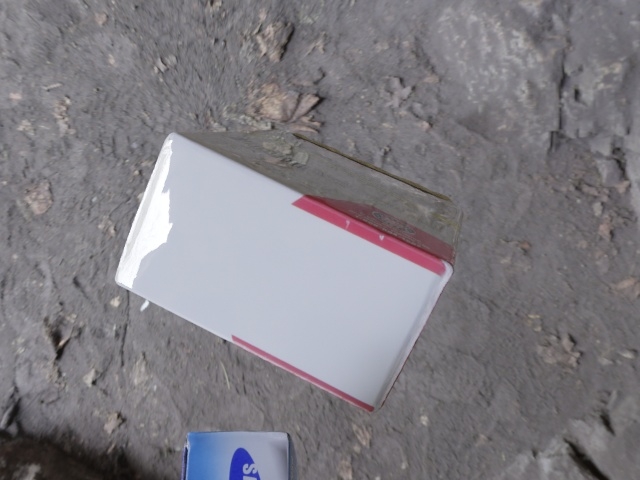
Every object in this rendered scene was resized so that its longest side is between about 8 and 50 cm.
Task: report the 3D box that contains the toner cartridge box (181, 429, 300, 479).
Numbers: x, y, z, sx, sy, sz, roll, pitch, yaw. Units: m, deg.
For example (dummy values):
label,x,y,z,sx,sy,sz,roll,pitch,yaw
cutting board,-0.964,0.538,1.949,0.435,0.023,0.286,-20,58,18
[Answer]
label,x,y,z,sx,sy,sz,roll,pitch,yaw
toner cartridge box,-0.052,0.319,0.504,0.075,0.165,0.347,-1,63,0

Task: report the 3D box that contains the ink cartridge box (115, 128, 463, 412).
label,x,y,z,sx,sy,sz,roll,pitch,yaw
ink cartridge box,0.000,0.000,0.840,0.279,0.385,0.160,25,104,8
